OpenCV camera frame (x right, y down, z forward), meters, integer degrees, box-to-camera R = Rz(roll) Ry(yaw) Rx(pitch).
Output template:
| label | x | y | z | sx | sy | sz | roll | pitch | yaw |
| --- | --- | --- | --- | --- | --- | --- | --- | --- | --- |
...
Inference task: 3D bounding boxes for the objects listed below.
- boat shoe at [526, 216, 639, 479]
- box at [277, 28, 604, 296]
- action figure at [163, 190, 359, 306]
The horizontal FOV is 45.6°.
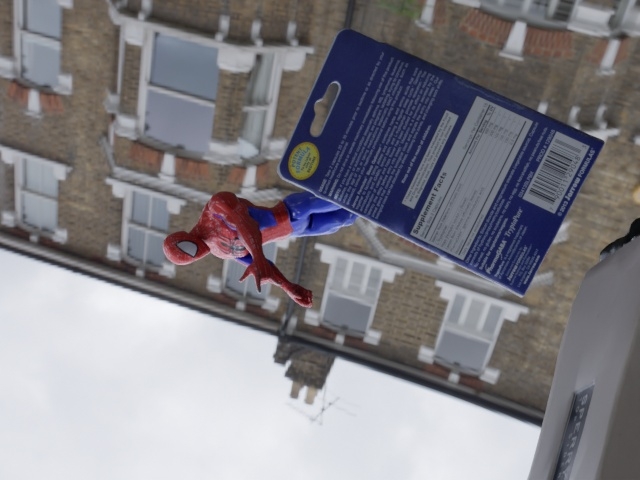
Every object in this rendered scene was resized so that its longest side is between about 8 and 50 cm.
| label | x | y | z | sx | sy | sz | roll | pitch | yaw |
| --- | --- | --- | --- | --- | --- | --- | --- | --- | --- |
| boat shoe | 0.164 | 0.156 | 0.325 | 0.158 | 0.127 | 0.341 | 25 | -110 | 2 |
| box | 0.091 | -0.066 | 0.616 | 0.225 | 0.137 | 0.036 | 26 | -169 | 6 |
| action figure | 0.000 | 0.000 | 0.708 | 0.280 | 0.092 | 0.139 | -13 | -126 | -19 |
